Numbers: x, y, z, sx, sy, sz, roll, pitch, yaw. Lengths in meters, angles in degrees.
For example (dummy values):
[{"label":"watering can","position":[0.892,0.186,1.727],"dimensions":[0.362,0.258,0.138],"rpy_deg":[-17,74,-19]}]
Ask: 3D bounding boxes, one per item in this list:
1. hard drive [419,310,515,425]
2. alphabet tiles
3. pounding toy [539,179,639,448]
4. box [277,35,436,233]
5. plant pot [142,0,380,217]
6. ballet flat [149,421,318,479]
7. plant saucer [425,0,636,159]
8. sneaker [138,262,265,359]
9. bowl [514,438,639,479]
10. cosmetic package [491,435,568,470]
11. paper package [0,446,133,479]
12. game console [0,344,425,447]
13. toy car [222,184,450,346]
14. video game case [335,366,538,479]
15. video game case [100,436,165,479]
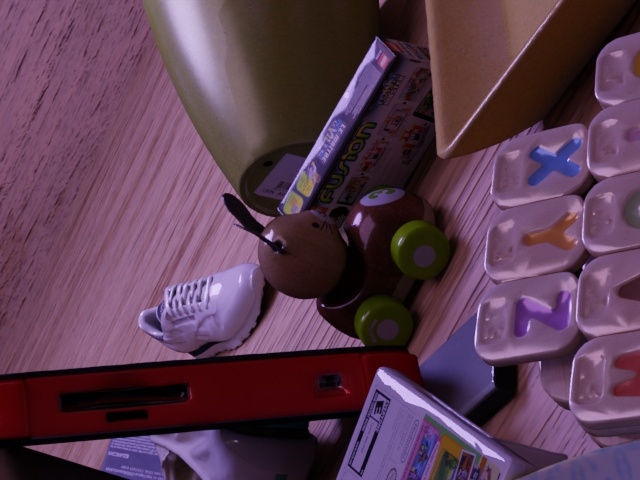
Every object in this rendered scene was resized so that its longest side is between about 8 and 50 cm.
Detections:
[{"label":"hard drive","position":[0.114,0.116,1.301],"dimensions":[0.135,0.022,0.094],"rpy_deg":[-49,25,44]},{"label":"alphabet tiles","position":[0.219,-0.021,0.935],"dimensions":[0.278,0.021,0.284],"rpy_deg":[-11,51,30]},{"label":"pounding toy","position":[0.222,0.022,1.029],"dimensions":[0.154,0.155,0.269],"rpy_deg":[-27,46,21]},{"label":"box","position":[0.054,-0.097,1.573],"dimensions":[0.036,0.114,0.207],"rpy_deg":[51,120,37]},{"label":"plant pot","position":[-0.044,-0.179,1.783],"dimensions":[0.275,0.275,0.293],"rpy_deg":[-50,41,43]},{"label":"ballet flat","position":[-0.110,0.221,1.676],"dimensions":[0.139,0.139,0.400],"rpy_deg":[-69,19,-4]},{"label":"plant saucer","position":[0.211,-0.266,1.382],"dimensions":[0.333,0.081,0.333],"rpy_deg":[-54,23,36]},{"label":"sneaker","position":[-0.142,0.083,1.955],"dimensions":[0.235,0.095,0.090],"rpy_deg":[-39,32,53]},{"label":"bowl","position":[0.169,0.216,0.761],"dimensions":[0.156,0.289,0.289],"rpy_deg":[70,165,-10]},{"label":"cosmetic package","position":[0.052,0.347,1.023],"dimensions":[0.284,0.097,0.377],"rpy_deg":[-42,39,49]},{"label":"paper package","position":[-0.176,0.363,1.347],"dimensions":[0.309,0.325,0.168],"rpy_deg":[-65,17,10]},{"label":"game console","position":[-0.128,0.138,1.369],"dimensions":[0.342,0.386,0.060],"rpy_deg":[148,118,-75]},{"label":"toy car","position":[0.000,0.000,1.491],"dimensions":[0.149,0.188,0.155],"rpy_deg":[-64,18,10]},{"label":"video game case","position":[0.045,0.203,0.985],"dimensions":[0.193,0.023,0.212],"rpy_deg":[30,101,66]},{"label":"video game case","position":[-0.214,0.327,1.883],"dimensions":[0.196,0.026,0.274],"rpy_deg":[0,68,50]}]
